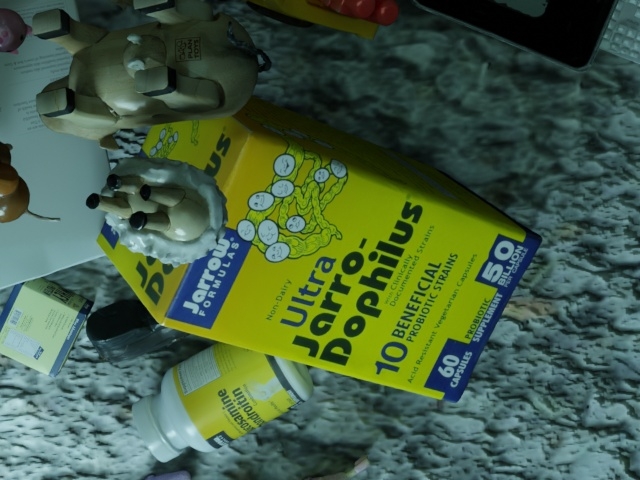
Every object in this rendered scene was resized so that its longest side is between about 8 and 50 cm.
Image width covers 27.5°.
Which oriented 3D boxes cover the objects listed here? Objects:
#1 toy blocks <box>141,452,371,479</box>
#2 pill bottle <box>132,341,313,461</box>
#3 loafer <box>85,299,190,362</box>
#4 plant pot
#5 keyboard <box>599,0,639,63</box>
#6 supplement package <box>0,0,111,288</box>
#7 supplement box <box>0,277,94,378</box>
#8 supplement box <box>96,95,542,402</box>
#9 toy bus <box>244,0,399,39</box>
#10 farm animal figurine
[{"bbox_3d":[-0.068,0.333,1.377,0.260,0.288,0.309,-37,97,11],"label":"toy blocks"},{"bbox_3d":[-0.108,0.167,1.430,0.184,0.103,0.103,-29,101,6],"label":"pill bottle"},{"bbox_3d":[-0.171,0.088,1.445,0.170,0.062,0.061,-15,141,-4],"label":"loafer"},{"bbox_3d":[0.202,-0.291,1.302,0.187,0.167,0.188,21,100,-4],"label":"plant pot"},{"bbox_3d":[0.392,-0.208,1.397,0.256,0.014,0.072,20,101,-5],"label":"keyboard"},{"bbox_3d":[-0.347,-0.096,1.288,0.199,0.198,0.262,-20,105,-38],"label":"supplement package"},{"bbox_3d":[-0.307,0.092,1.437,0.083,0.056,0.083,26,101,-5],"label":"supplement box"},{"bbox_3d":[0.000,0.000,1.276,0.356,0.195,0.194,18,103,-33],"label":"supplement box"},{"bbox_3d":[-0.022,-0.271,1.250,0.220,0.211,0.149,10,112,-36],"label":"toy bus"},{"bbox_3d":[-0.187,-0.159,1.124,0.327,0.172,0.330,11,89,27],"label":"farm animal figurine"}]
